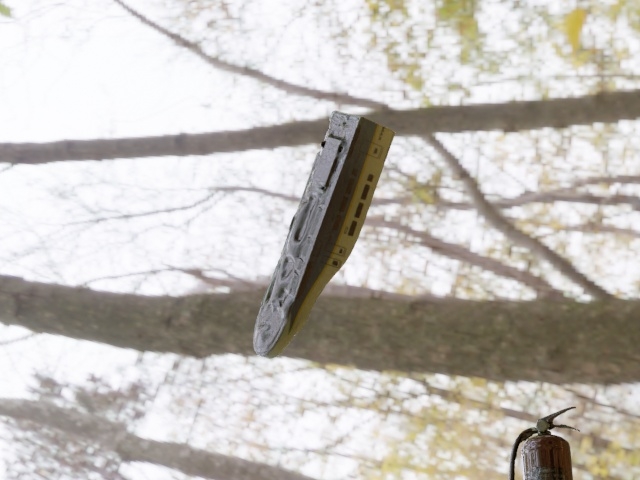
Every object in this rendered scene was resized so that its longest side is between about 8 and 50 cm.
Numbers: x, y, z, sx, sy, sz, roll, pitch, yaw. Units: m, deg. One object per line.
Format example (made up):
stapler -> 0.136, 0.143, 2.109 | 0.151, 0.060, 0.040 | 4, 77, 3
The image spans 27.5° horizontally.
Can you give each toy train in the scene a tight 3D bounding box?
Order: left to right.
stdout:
toy train -> 0.000, 0.000, 1.186 | 0.051, 0.052, 0.233 | 19, -90, -34

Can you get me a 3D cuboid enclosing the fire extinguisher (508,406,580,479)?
fire extinguisher -> 0.192, 0.219, 1.104 | 0.043, 0.064, 0.158 | 52, -147, -55
